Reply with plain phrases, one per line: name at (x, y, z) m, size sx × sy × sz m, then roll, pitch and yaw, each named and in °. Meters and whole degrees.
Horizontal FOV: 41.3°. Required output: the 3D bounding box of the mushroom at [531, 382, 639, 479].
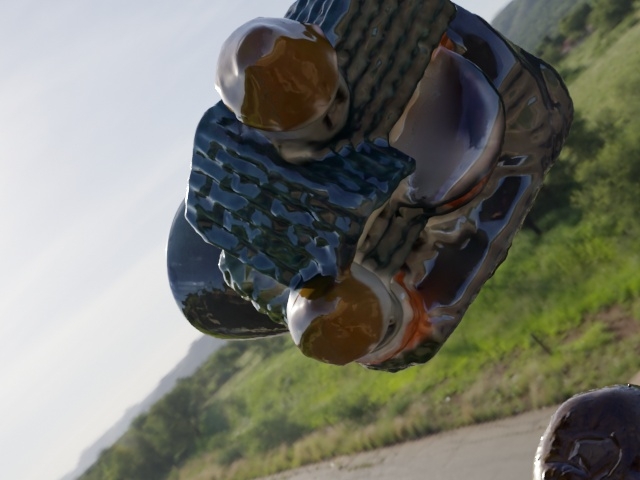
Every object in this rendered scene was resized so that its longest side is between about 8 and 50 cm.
mushroom at (0.331, 0.261, 0.946) m, size 0.194 × 0.138 × 0.232 m, roll -26°, pitch 42°, yaw 46°

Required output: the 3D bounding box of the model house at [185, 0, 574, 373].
model house at (0.032, -0.051, 0.527) m, size 0.272 × 0.190 × 0.301 m, roll -58°, pitch -14°, yaw 2°

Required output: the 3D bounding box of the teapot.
teapot at (-0.003, 0.023, 1.102) m, size 0.285 × 0.224 × 0.305 m, roll 1°, pitch -2°, yaw 34°
